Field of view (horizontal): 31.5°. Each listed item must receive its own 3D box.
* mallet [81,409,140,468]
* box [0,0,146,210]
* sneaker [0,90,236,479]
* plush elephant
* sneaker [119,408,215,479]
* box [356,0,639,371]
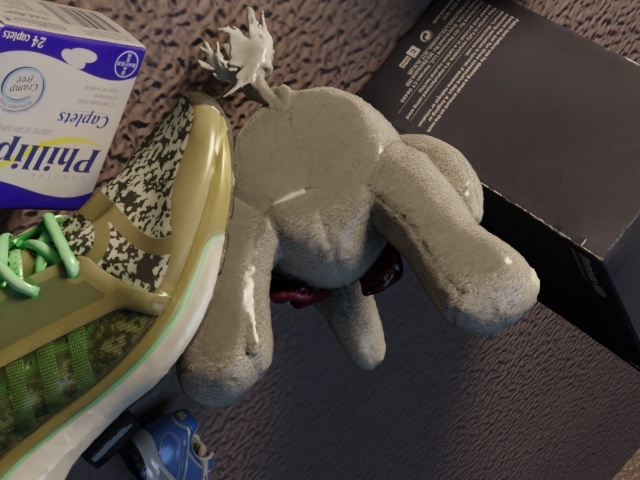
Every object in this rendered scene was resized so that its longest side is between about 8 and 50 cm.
[{"bbox_3d":[-0.233,0.150,1.036,0.062,0.039,0.190,-49,143,-11],"label":"mallet"},{"bbox_3d":[-0.209,-0.095,0.797,0.126,0.072,0.137,0,121,-50],"label":"box"},{"bbox_3d":[-0.213,0.054,0.765,0.182,0.158,0.410,35,91,-32],"label":"sneaker"},{"bbox_3d":[0.000,0.000,0.968,0.271,0.330,0.255,-22,154,0],"label":"plush elephant"},{"bbox_3d":[-0.143,0.256,1.197,0.081,0.080,0.211,-36,145,-18],"label":"sneaker"},{"bbox_3d":[0.249,-0.056,1.169,0.179,0.312,0.343,-50,147,-4],"label":"box"}]
